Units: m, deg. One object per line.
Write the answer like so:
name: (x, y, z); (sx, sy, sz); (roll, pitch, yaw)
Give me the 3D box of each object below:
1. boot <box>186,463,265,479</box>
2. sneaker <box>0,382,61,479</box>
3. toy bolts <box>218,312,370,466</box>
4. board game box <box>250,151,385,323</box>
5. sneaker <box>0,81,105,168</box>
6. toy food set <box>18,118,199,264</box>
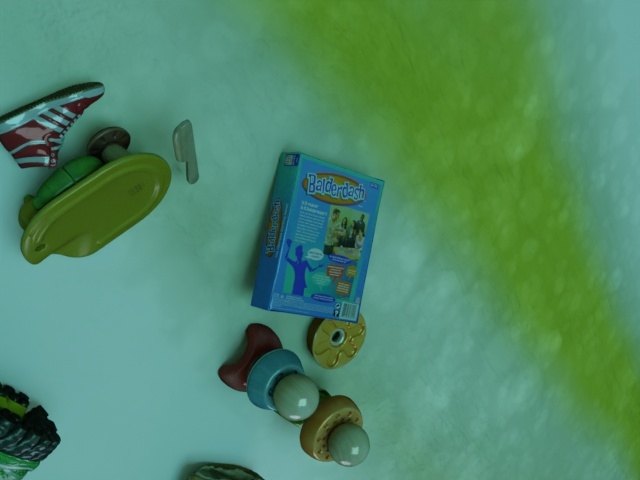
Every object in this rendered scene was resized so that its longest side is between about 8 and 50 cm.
boot: (-0.220, 0.444, 0.927); (0.236, 0.089, 0.269); (23, 93, -50)
sneaker: (-0.426, 0.180, 0.640); (0.146, 0.134, 0.343); (-51, 129, -9)
toy bolts: (-0.001, 0.197, 0.940); (0.228, 0.158, 0.218); (31, 88, -40)
board game box: (0.000, 0.000, 0.912); (0.160, 0.047, 0.210); (14, 86, -38)
sneaker: (-0.272, -0.118, 0.697); (0.118, 0.042, 0.067); (-28, 118, -16)
toy food set: (-0.240, -0.063, 0.729); (0.218, 0.071, 0.128); (-36, 161, -13)
